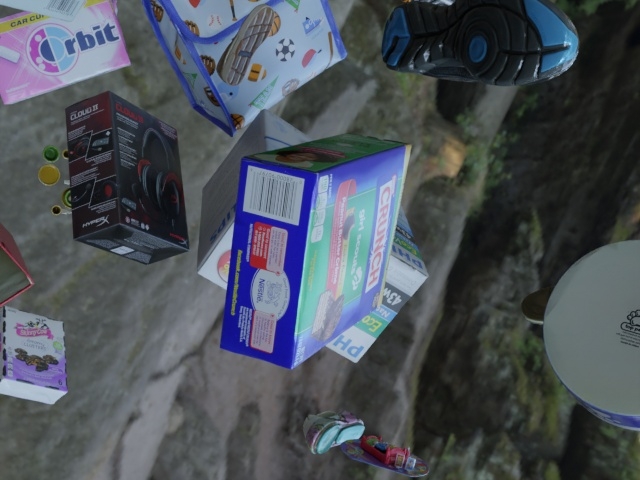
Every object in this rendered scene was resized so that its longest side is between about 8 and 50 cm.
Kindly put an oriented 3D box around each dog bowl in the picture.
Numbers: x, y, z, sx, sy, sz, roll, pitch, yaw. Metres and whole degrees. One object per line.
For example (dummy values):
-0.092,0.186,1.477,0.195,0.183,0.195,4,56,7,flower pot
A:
0.462,0.136,1.349,0.104,0.265,0.265,37,75,-56,dog bowl

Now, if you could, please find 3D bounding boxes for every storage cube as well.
-0.717,0.029,1.855,0.183,0.215,0.193,-36,-138,-7,storage cube

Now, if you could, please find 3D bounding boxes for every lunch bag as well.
-0.164,-0.463,1.885,0.328,0.239,0.385,-37,131,-16,lunch bag

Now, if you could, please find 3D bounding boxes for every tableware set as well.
-0.579,-0.133,2.089,0.024,0.104,0.154,3,-91,64,tableware set

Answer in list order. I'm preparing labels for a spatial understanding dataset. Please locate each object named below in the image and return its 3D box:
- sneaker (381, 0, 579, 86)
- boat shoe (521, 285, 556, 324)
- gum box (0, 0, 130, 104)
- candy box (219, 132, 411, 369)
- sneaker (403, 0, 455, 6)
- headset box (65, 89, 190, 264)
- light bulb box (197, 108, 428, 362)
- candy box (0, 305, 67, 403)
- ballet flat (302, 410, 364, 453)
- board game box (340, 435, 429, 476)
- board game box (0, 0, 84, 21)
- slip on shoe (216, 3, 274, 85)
0.225,-0.266,1.221,0.341,0.139,0.125,25,-70,57,sneaker
0.470,0.123,1.653,0.073,0.223,0.080,73,10,-53,boat shoe
-0.356,-0.265,1.270,0.062,0.188,0.107,-142,-147,-76,gum box
0.000,0.000,1.308,0.317,0.122,0.268,-27,129,-62,candy box
0.197,-0.502,1.885,0.084,0.214,0.083,-50,152,-83,sneaker
-0.360,-0.125,1.741,0.218,0.110,0.293,29,48,-60,headset box
-0.025,-0.018,1.761,0.225,0.358,0.361,-52,-160,18,light bulb box
-0.682,0.266,2.172,0.070,0.165,0.196,-37,-131,30,candy box
0.014,0.380,1.884,0.077,0.079,0.221,-63,155,10,ballet flat
0.122,0.384,1.717,0.133,0.168,0.033,-18,123,-80,board game box
-0.271,-0.383,0.919,0.303,0.097,0.224,-51,163,18,board game box
-0.118,-0.305,1.433,0.051,0.041,0.135,5,119,-48,slip on shoe
